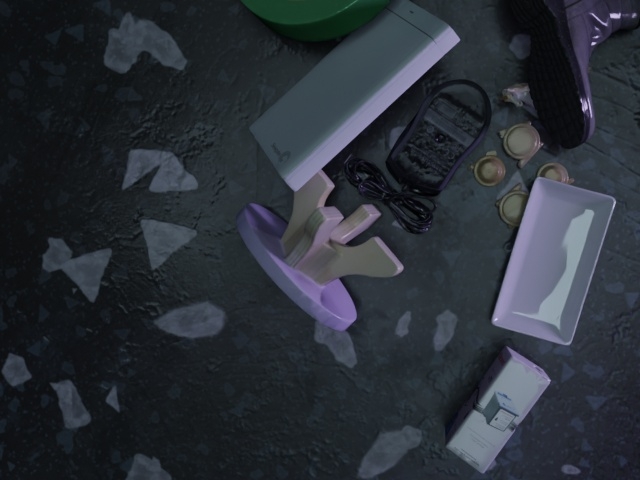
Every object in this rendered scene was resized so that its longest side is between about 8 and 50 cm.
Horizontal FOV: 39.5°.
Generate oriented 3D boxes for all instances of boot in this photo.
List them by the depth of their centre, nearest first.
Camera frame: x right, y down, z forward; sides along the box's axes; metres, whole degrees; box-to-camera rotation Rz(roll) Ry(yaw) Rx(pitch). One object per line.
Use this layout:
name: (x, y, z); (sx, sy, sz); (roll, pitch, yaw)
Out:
boot: (0.450, -0.337, 1.474); (0.222, 0.118, 0.338); (-18, 99, -24)

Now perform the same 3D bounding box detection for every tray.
tray: (0.400, 0.036, 1.546); (0.145, 0.030, 0.270); (16, 97, 3)

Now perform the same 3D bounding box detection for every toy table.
toy table: (0.000, 0.000, 1.504); (0.274, 0.252, 0.161); (46, 110, 3)

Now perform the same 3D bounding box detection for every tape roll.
tape roll: (-0.004, -0.501, 1.508); (0.321, 0.077, 0.321); (-5, 76, 22)

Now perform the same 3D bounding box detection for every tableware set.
tableware set: (0.349, -0.115, 1.563); (0.141, 0.020, 0.169); (-37, 89, 8)

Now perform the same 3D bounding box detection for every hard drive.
hard drive: (0.044, -0.257, 1.497); (0.353, 0.233, 0.047); (-43, 123, 6)

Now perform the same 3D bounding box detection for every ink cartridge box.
ink cartridge box: (0.298, 0.284, 1.519); (0.082, 0.139, 0.191); (34, 94, 6)

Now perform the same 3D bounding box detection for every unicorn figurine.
unicorn figurine: (0.384, -0.258, 1.540); (0.111, 0.060, 0.162); (39, 77, 2)

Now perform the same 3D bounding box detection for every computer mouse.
computer mouse: (0.186, -0.165, 1.557); (0.188, 0.072, 0.272); (39, 105, -4)
